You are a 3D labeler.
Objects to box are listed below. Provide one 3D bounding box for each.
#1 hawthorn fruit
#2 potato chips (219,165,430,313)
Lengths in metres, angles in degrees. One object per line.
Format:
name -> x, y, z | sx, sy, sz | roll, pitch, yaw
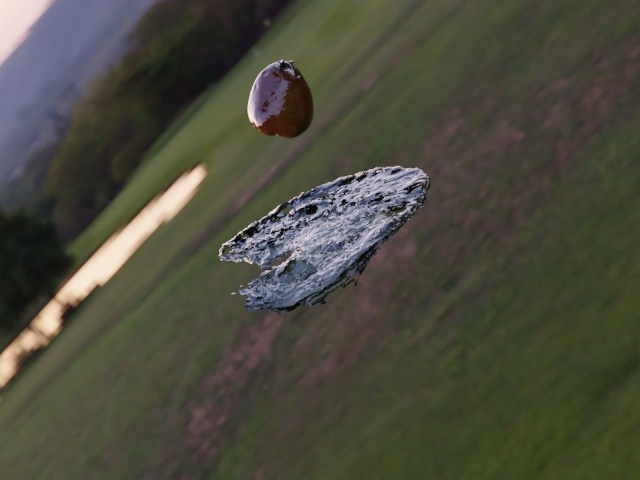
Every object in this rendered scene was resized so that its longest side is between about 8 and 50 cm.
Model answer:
hawthorn fruit -> -0.044, -0.168, 1.815 | 0.081, 0.081, 0.093 | -99, 18, -77
potato chips -> -0.002, -0.004, 1.288 | 0.202, 0.029, 0.220 | -21, 21, 10
